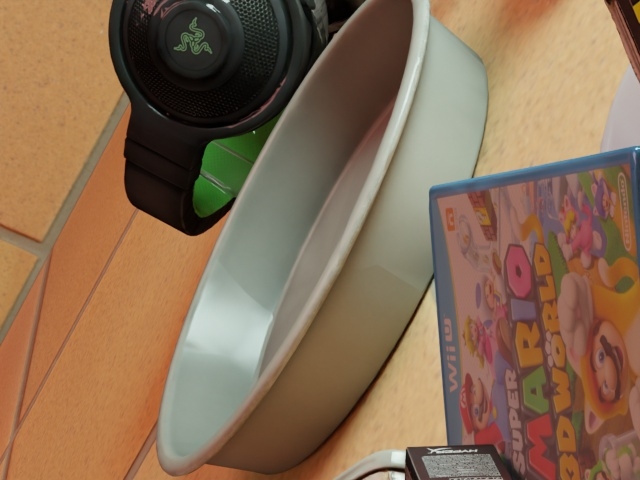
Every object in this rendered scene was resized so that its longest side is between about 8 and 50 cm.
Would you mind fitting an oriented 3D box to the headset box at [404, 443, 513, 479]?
[{"bbox_3d":[0.046,0.107,0.498,0.083,0.032,0.062,-117,26,-73],"label":"headset box"}]

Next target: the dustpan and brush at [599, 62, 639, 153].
[{"bbox_3d":[0.116,-0.018,0.497,0.211,0.060,0.147,-24,53,60],"label":"dustpan and brush"}]

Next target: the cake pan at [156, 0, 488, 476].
[{"bbox_3d":[0.000,0.000,0.874,0.293,0.054,0.293,-57,15,24],"label":"cake pan"}]

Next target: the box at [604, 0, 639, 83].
[{"bbox_3d":[0.131,-0.121,0.266,0.270,0.060,0.216,-40,67,60],"label":"box"}]

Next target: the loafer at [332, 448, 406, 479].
[{"bbox_3d":[0.003,0.129,0.652,0.125,0.045,0.039,-48,27,39],"label":"loafer"}]

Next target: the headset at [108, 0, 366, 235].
[{"bbox_3d":[-0.011,-0.158,1.059,0.243,0.185,0.394,-54,-13,-42],"label":"headset"}]

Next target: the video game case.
[{"bbox_3d":[0.071,0.036,0.505,0.166,0.015,0.119,173,92,-75],"label":"video game case"}]
